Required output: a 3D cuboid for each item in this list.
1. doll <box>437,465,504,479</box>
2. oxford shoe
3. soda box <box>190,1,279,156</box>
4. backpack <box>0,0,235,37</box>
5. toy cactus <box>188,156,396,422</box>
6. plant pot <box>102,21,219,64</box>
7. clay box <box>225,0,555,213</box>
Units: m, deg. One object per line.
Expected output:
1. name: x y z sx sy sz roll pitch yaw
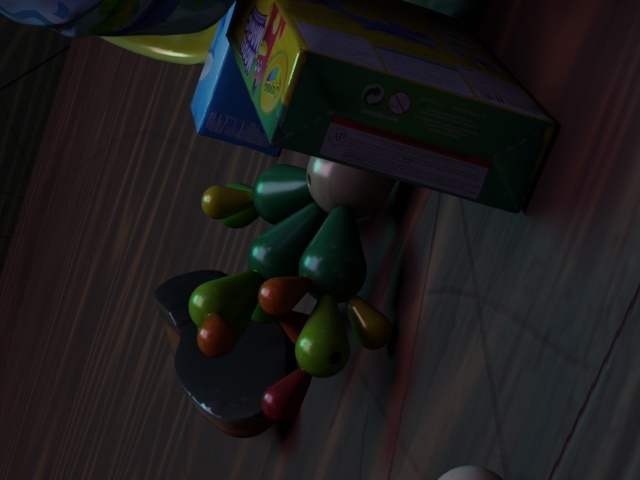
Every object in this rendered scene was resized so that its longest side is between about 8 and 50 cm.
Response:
1. doll: 0.033 0.178 0.708 0.189 0.046 0.129 -62 9 18
2. oxford shoe: -0.061 0.089 1.121 0.212 0.076 0.076 -124 22 -67
3. soda box: -0.033 -0.176 1.248 0.071 0.067 0.210 -113 42 -66
4. backpack: -0.097 -0.284 0.880 0.290 0.273 0.355 15 61 48
5. toy cactus: 0.000 0.000 0.949 0.180 0.112 0.219 -51 18 11
6. plant pot: -0.133 -0.322 1.450 0.239 0.254 0.254 -64 12 -19
7. clay box: 0.025 -0.088 0.845 0.222 0.127 0.053 -113 41 -67
